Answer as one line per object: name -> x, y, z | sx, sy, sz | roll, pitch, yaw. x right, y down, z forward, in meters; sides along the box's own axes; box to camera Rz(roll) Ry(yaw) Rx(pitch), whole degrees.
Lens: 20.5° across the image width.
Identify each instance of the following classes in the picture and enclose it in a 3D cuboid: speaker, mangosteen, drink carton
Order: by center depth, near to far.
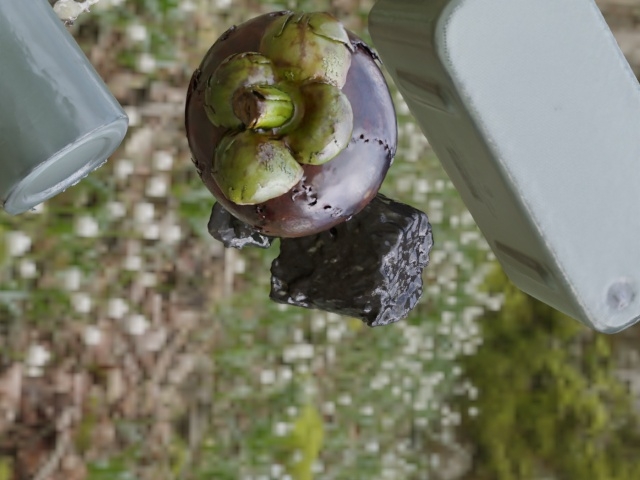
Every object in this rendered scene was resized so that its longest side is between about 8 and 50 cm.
mangosteen -> -0.023, -0.087, 1.276 | 0.180, 0.166, 0.166 | 27, 63, -82
drink carton -> -0.283, -0.146, 1.648 | 0.189, 0.191, 0.185 | 53, -24, 8
speaker -> 0.217, -0.110, 1.817 | 0.406, 0.183, 0.184 | 57, -14, -23

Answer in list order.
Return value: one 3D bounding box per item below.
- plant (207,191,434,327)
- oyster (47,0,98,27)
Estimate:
plant -> 0.000, 0.000, 1.689 | 0.203, 0.142, 0.131 | 26, -75, 29
oyster -> -0.443, -0.298, 2.477 | 0.351, 0.238, 0.115 | -16, -85, 43
